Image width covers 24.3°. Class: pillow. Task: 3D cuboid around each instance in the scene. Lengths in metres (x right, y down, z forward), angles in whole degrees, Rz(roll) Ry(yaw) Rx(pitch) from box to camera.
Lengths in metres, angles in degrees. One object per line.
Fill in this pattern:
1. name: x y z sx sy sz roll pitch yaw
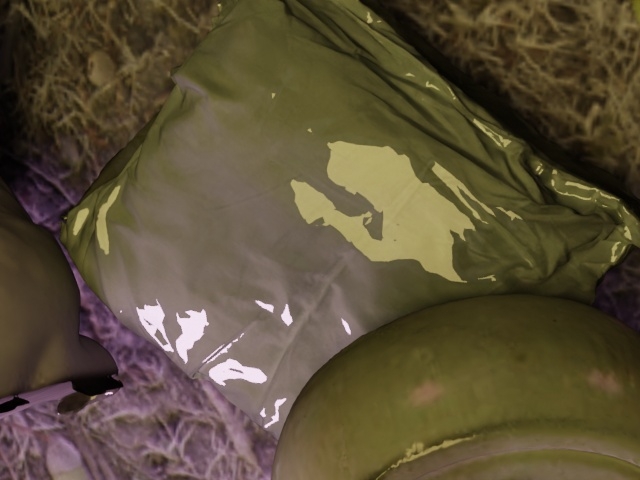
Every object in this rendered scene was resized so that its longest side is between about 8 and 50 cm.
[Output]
1. pillow: 0.000 0.000 0.904 0.310 0.138 0.283 39 116 11

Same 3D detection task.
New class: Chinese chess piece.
1. Chinese chess piece: 0.096 0.144 0.836 0.250 0.101 0.250 -4 132 -5

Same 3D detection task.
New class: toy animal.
1. toy animal: -0.282 -0.028 0.990 0.194 0.258 0.357 -20 81 -2
